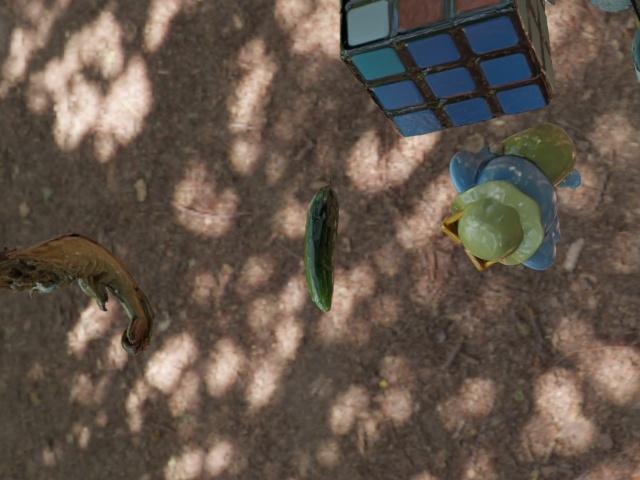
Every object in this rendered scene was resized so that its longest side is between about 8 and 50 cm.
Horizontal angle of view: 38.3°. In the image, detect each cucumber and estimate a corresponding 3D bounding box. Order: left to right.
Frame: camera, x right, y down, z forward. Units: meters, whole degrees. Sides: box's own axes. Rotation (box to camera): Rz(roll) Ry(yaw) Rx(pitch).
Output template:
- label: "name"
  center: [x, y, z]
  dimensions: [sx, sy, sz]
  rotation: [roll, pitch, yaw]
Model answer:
- label: "cucumber"
  center: [0.000, 0.000, 1.045]
  dimensions: [0.039, 0.039, 0.168]
  rotation: [-22, 57, 44]

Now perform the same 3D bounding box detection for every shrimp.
- label: "shrimp"
  center: [-0.191, 0.048, 0.733]
  dimensions: [0.034, 0.178, 0.124]
  rotation: [-41, 85, 13]

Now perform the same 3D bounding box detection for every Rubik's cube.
- label: "Rubik's cube"
  center: [0.119, -0.212, 0.862]
  dimensions: [0.160, 0.162, 0.163]
  rotation: [-11, 65, 23]

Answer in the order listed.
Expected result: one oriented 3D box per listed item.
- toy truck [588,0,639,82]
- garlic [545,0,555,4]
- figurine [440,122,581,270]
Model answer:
- label: "toy truck"
  center: [0.238, -0.160, 0.490]
  dimensions: [0.184, 0.133, 0.339]
  rotation: [-20, 61, 17]
- label: "garlic"
  center: [0.147, -0.350, 1.138]
  dimensions: [0.266, 0.148, 0.129]
  rotation: [-7, 115, 6]
- label: "figurine"
  center: [0.288, -0.061, 1.312]
  dimensions: [0.153, 0.262, 0.180]
  rotation: [9, 119, 48]
